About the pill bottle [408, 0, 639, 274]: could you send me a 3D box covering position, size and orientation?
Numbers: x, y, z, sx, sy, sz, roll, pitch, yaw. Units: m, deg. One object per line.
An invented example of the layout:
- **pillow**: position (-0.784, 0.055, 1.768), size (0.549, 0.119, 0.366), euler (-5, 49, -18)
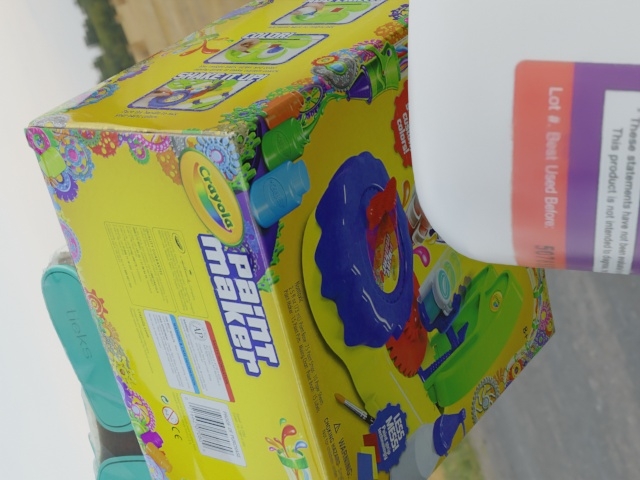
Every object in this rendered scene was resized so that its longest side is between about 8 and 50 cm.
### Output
- **pill bottle**: position (0.197, -0.071, 0.384), size (0.181, 0.322, 0.182), euler (5, -90, -77)

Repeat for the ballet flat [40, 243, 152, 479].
- **ballet flat**: position (-0.157, 0.179, 1.197), size (0.147, 0.147, 0.409), euler (-130, 28, -74)

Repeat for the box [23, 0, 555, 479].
- **box**: position (0.000, 0.000, 0.816), size (0.177, 0.279, 0.290), euler (6, 123, 38)
